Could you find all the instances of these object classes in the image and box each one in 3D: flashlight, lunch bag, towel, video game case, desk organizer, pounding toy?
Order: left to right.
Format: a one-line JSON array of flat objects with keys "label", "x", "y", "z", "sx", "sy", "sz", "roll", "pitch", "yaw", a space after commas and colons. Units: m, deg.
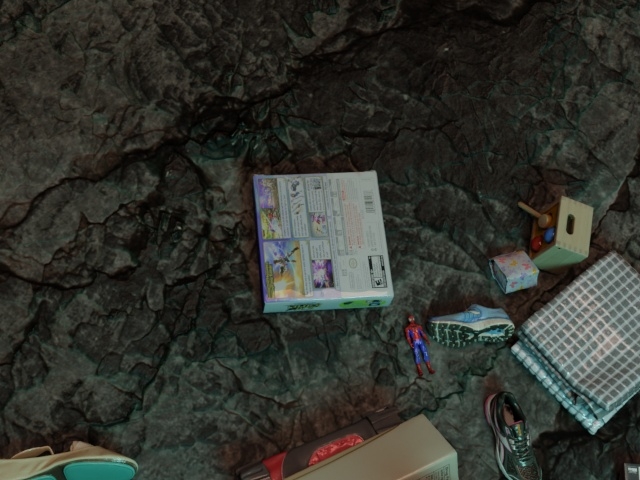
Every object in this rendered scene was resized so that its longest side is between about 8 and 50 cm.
[{"label": "video game case", "x": 0.000, "y": 0.000, "z": 1.888, "sx": 0.244, "sy": 0.061, "sz": 0.269, "roll": -2, "pitch": 65, "yaw": -10}, {"label": "flashlight", "x": 0.011, "y": 0.383, "z": 1.692, "sx": 0.304, "sy": 0.103, "sz": 0.103, "roll": -18, "pitch": 94, "yaw": -16}, {"label": "lunch bag", "x": 0.373, "y": 0.057, "z": 1.914, "sx": 0.071, "sy": 0.053, "sz": 0.083, "roll": -14, "pitch": 42, "yaw": -13}, {"label": "pounding toy", "x": 0.452, "y": -0.023, "z": 1.930, "sx": 0.100, "sy": 0.130, "sz": 0.141, "roll": 19, "pitch": 64, "yaw": -12}, {"label": "towel", "x": 0.526, "y": 0.180, "z": 1.839, "sx": 0.284, "sy": 0.121, "sz": 0.235, "roll": -36, "pitch": 73, "yaw": -21}, {"label": "desk organizer", "x": 0.599, "y": 0.432, "z": 1.769, "sx": 0.130, "sy": 0.050, "sz": 0.047, "roll": 5, "pitch": 65, "yaw": -5}]

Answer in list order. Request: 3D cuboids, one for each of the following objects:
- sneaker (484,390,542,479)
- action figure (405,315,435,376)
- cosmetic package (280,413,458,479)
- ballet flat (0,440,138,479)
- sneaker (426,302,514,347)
[{"label": "sneaker", "x": 0.344, "y": 0.351, "z": 1.759, "sx": 0.072, "sy": 0.077, "sz": 0.178, "roll": -18, "pitch": 69, "yaw": -14}, {"label": "action figure", "x": 0.183, "y": 0.194, "z": 1.841, "sx": 0.038, "sy": 0.030, "sz": 0.115, "roll": -13, "pitch": 65, "yaw": -7}, {"label": "cosmetic package", "x": 0.070, "y": 0.430, "z": 1.625, "sx": 0.309, "sy": 0.160, "sz": 0.113, "roll": -21, "pitch": 38, "yaw": -19}, {"label": "ballet flat", "x": -0.433, "y": 0.375, "z": 1.653, "sx": 0.248, "sy": 0.086, "sz": 0.086, "roll": -8, "pitch": 66, "yaw": -10}, {"label": "sneaker", "x": 0.279, "y": 0.156, "z": 1.862, "sx": 0.162, "sy": 0.063, "sz": 0.073, "roll": -1, "pitch": 39, "yaw": -2}]
